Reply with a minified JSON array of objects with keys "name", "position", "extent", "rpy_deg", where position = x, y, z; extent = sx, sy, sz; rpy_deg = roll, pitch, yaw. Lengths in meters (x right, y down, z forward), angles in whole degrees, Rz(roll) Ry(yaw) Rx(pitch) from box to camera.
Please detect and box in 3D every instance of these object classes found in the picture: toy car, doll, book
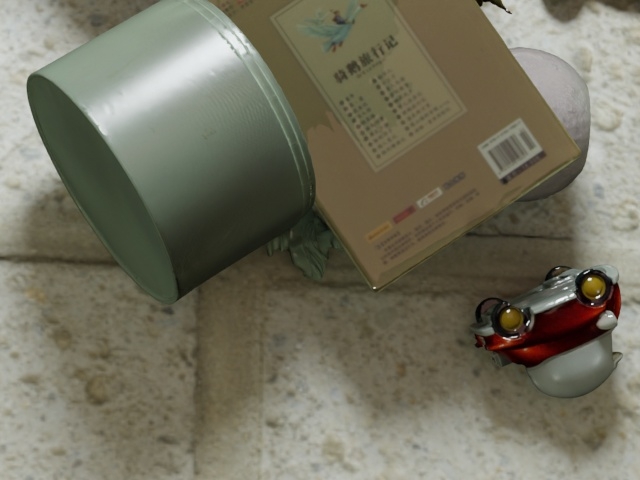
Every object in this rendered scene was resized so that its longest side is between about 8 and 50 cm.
[{"name":"toy car","position":[0.215,0.089,1.521],"extent":[0.139,0.112,0.112],"rpy_deg":[-22,95,-7]},{"name":"doll","position":[0.099,-0.107,1.539],"extent":[0.287,0.151,0.151],"rpy_deg":[1,73,-4]},{"name":"book","position":[0.050,-0.141,1.454],"extent":[0.217,0.021,0.310],"rpy_deg":[-33,83,-1]}]

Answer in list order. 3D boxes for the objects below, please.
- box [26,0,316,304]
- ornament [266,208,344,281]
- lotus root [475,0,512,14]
[{"name":"box","position":[-0.126,-0.078,1.430],"extent":[0.149,0.226,0.226],"rpy_deg":[-32,82,-18]},{"name":"ornament","position":[-0.004,-0.001,1.531],"extent":[0.092,0.041,0.068],"rpy_deg":[-28,75,-8]},{"name":"lotus root","position":[0.056,-0.283,1.568],"extent":[0.278,0.154,0.154],"rpy_deg":[10,72,-10]}]
